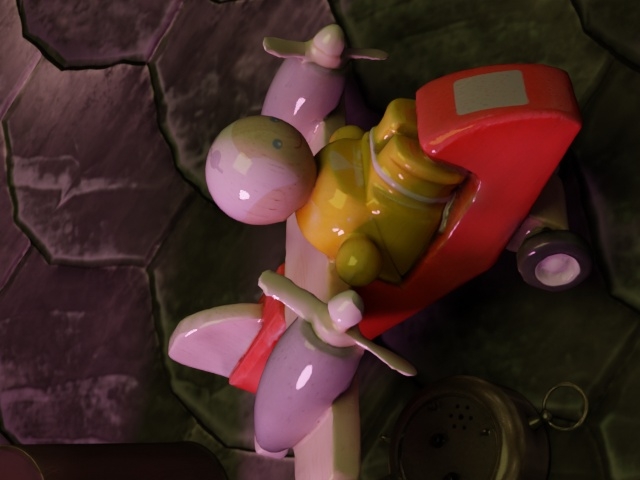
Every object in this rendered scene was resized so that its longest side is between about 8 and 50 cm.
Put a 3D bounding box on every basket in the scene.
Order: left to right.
[{"bbox_3d":[-0.206,0.263,1.373,0.154,0.227,0.204,-1,75,37],"label":"basket"}]

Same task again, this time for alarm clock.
[{"bbox_3d":[0.133,0.166,1.256,0.192,0.064,0.129,-30,59,23],"label":"alarm clock"}]

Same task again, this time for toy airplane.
[{"bbox_3d":[0.000,0.000,1.270,0.386,0.272,0.384,17,75,57],"label":"toy airplane"}]
